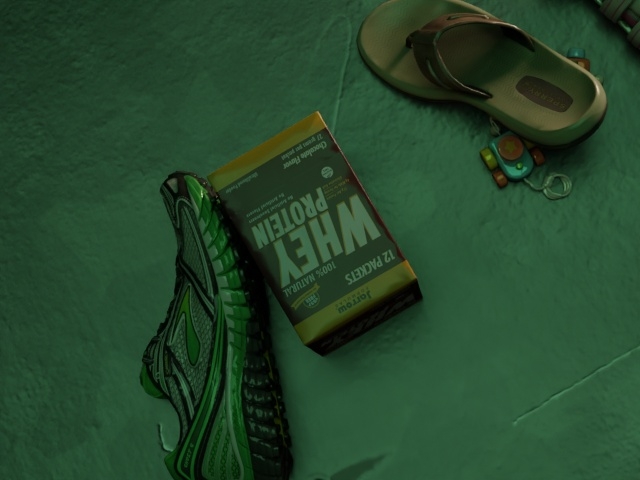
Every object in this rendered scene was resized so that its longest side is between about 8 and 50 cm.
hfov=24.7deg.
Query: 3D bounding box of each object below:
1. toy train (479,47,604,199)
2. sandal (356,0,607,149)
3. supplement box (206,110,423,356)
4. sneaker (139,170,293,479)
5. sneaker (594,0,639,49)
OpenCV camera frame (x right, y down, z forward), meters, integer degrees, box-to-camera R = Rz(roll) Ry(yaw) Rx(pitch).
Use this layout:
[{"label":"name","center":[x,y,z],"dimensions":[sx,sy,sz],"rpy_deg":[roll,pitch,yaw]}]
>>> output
[{"label":"toy train","center":[0.234,-0.133,1.564],"dimensions":[0.125,0.046,0.166],"rpy_deg":[9,82,8]},{"label":"sandal","center":[0.165,-0.194,1.530],"dimensions":[0.303,0.086,0.120],"rpy_deg":[27,81,34]},{"label":"supplement box","center":[0.000,0.000,1.494],"dimensions":[0.129,0.191,0.194],"rpy_deg":[-31,80,1]},{"label":"sneaker","center":[-0.129,0.094,1.523],"dimensions":[0.146,0.134,0.343],"rpy_deg":[-10,81,5]},{"label":"sneaker","center":[0.351,-0.255,1.543],"dimensions":[0.252,0.103,0.111],"rpy_deg":[14,81,9]}]
